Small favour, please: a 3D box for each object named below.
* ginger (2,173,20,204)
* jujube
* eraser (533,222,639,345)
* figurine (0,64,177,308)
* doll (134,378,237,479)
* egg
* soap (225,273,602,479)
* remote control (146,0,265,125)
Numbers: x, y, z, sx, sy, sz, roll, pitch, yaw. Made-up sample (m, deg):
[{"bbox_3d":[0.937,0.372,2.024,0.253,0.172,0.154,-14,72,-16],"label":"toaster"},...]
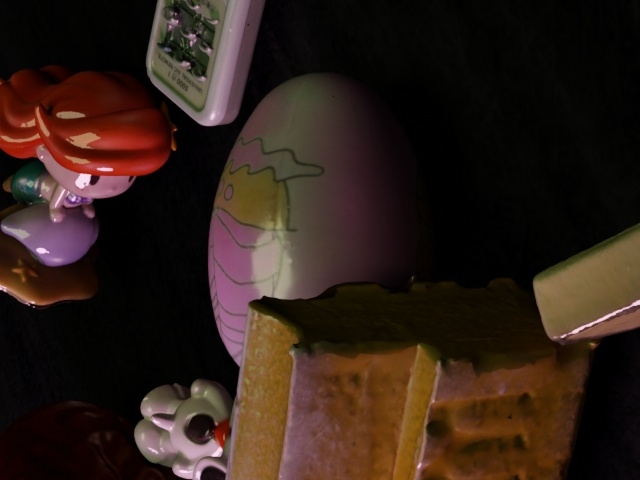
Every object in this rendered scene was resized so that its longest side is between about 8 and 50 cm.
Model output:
[{"bbox_3d":[-0.338,-0.053,1.913,0.097,0.030,0.048,3,71,49],"label":"ginger"},{"bbox_3d":[-0.227,0.310,1.698,0.318,0.223,0.223,40,127,32],"label":"jujube"},{"bbox_3d":[0.240,0.015,1.120,0.172,0.117,0.058,-32,72,50],"label":"eraser"},{"bbox_3d":[-0.266,-0.081,1.707,0.257,0.181,0.208,-58,24,32],"label":"figurine"},{"bbox_3d":[-0.073,0.215,1.561,0.271,0.144,0.208,-25,57,48],"label":"doll"},{"bbox_3d":[0.000,0.000,1.358,0.196,0.196,0.271,10,112,50],"label":"egg"},{"bbox_3d":[0.058,0.177,1.259,0.143,0.259,0.281,-127,40,-58],"label":"soap"},{"bbox_3d":[-0.083,-0.275,1.515,0.128,0.065,0.335,40,126,38],"label":"remote control"}]
